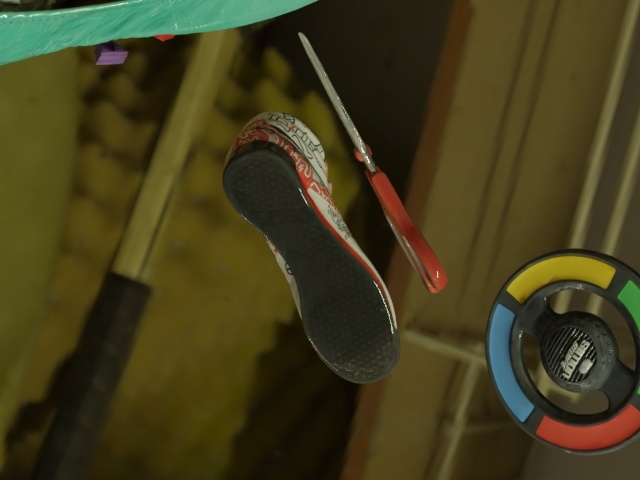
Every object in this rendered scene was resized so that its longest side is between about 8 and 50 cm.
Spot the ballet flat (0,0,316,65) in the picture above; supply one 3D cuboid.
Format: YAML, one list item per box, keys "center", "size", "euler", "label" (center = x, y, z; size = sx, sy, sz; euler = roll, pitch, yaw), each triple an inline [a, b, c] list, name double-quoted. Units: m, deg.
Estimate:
- center: [-0.086, -0.140, 0.767]
  size: [0.087, 0.247, 0.083]
  euler: [85, -11, -67]
  label: "ballet flat"

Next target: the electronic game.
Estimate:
- center: [0.283, 0.123, 1.773]
  size: [0.048, 0.229, 0.229]
  euler: [-8, 114, -55]
  label: "electronic game"

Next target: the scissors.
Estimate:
- center: [0.046, -0.072, 1.577]
  size: [0.021, 0.297, 0.109]
  euler: [-32, -171, -1]
  label: "scissors"

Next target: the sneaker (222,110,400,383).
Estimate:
- center: [0.001, -0.001, 1.557]
  size: [0.270, 0.090, 0.145]
  euler: [57, 17, -20]
  label: "sneaker"

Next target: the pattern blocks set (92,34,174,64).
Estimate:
- center: [-0.337, -0.308, 1.819]
  size: [0.026, 0.325, 0.285]
  euler: [-53, 173, 30]
  label: "pattern blocks set"
